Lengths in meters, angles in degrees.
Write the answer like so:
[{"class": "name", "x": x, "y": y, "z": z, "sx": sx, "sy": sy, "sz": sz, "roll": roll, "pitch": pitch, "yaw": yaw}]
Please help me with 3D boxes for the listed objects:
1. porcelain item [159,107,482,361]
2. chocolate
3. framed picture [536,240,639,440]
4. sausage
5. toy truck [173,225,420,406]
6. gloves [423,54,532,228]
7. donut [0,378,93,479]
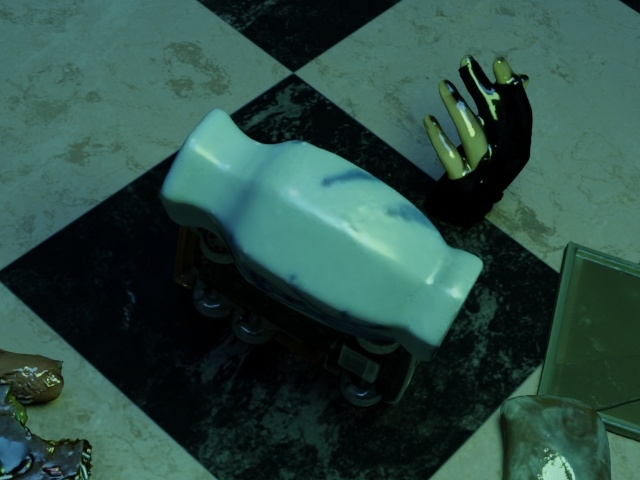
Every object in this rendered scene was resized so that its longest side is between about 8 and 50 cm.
[{"class": "porcelain item", "x": 0.000, "y": 0.000, "z": 1.651, "sx": 0.405, "sy": 0.242, "sz": 0.178, "roll": 31, "pitch": 78, "yaw": 8}, {"class": "chocolate", "x": 0.335, "y": 0.323, "z": 1.765, "sx": 0.157, "sy": 0.080, "sz": 0.253, "roll": 6, "pitch": 57, "yaw": -5}, {"class": "framed picture", "x": 0.567, "y": 0.193, "z": 1.967, "sx": 0.446, "sy": 0.028, "sz": 0.326, "roll": 19, "pitch": 51, "yaw": 3}, {"class": "sausage", "x": -0.495, "y": 0.156, "z": 1.740, "sx": 0.304, "sy": 0.078, "sz": 0.078, "roll": 19, "pitch": 51, "yaw": 1}, {"class": "toy truck", "x": -0.007, "y": 0.059, "z": 1.854, "sx": 0.388, "sy": 0.173, "sz": 0.207, "roll": 30, "pitch": 52, "yaw": 11}, {"class": "gloves", "x": 0.260, "y": -0.165, "z": 2.023, "sx": 0.152, "sy": 0.301, "sz": 0.197, "roll": 22, "pitch": 47, "yaw": 31}, {"class": "donut", "x": -0.412, "y": 0.300, "z": 1.627, "sx": 0.230, "sy": 0.096, "sz": 0.216, "roll": 26, "pitch": 54, "yaw": 8}]
